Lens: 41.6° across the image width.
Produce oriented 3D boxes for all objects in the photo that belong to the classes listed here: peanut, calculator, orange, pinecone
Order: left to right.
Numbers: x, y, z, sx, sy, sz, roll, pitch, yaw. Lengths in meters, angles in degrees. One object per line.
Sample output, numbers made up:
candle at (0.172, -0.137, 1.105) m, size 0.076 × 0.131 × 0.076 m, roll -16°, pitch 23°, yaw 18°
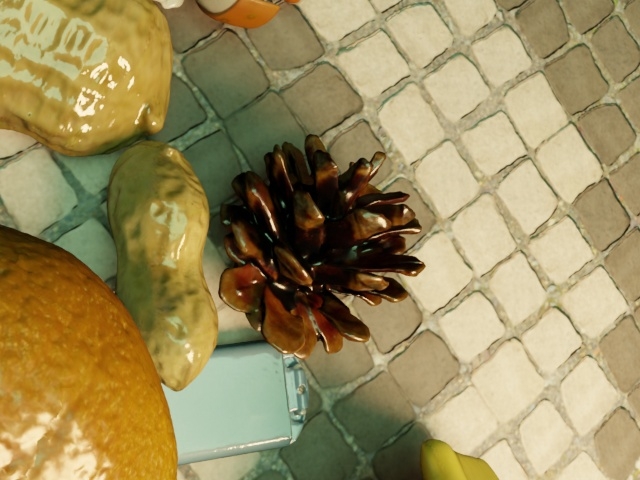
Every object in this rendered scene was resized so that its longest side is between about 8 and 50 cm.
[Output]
orange at (-0.280, 0.155, 0.680) m, size 0.322 × 0.322 × 0.357 m, roll -48°, pitch 114°, yaw -19°
peanut at (-0.255, -0.184, 0.840) m, size 0.233 × 0.110 × 0.196 m, roll 24°, pitch 84°, yaw -17°
peanut at (-0.157, 0.018, 0.831) m, size 0.101 × 0.117 × 0.263 m, roll -3°, pitch 71°, yaw -13°
calculator at (-0.112, 0.170, 0.892) m, size 0.210 × 0.039 × 0.121 m, roll -5°, pitch 84°, yaw -21°
pinecone at (0.002, -0.001, 0.871) m, size 0.201 × 0.202 × 0.229 m, roll -27°, pitch 83°, yaw 15°

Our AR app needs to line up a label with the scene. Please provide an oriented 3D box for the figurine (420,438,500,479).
figurine at (0.100, 0.435, 0.894) m, size 0.378 × 0.266 × 0.361 m, roll -40°, pitch 129°, yaw 11°

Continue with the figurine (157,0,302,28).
figurine at (-0.115, -0.301, 0.868) m, size 0.271 × 0.143 × 0.143 m, roll -3°, pitch 84°, yaw -59°
